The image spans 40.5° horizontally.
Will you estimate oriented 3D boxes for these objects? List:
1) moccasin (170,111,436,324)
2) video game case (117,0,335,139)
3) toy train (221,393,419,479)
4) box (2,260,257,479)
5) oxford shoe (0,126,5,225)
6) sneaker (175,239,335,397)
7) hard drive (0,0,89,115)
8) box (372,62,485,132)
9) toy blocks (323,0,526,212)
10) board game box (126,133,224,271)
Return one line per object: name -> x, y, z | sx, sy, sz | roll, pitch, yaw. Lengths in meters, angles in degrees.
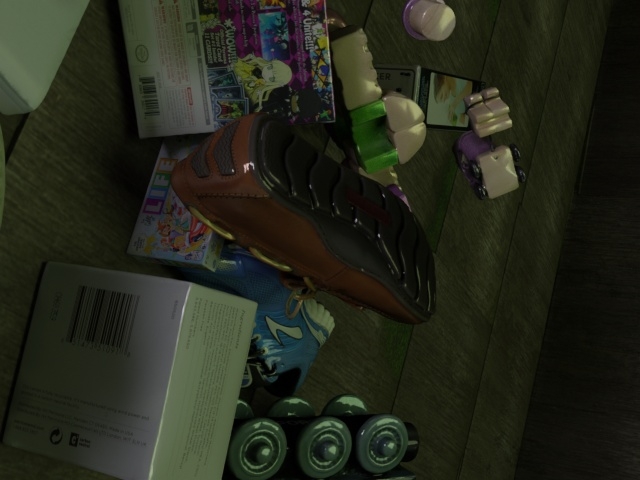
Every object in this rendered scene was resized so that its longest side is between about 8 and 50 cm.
moccasin -> 0.000, 0.003, 0.938 | 0.380, 0.147, 0.139 | 26, 54, -46
video game case -> -0.097, -0.227, 0.883 | 0.042, 0.210, 0.232 | -92, 176, -70
toy train -> -0.025, 0.298, 1.083 | 0.334, 0.142, 0.190 | 5, 93, -30
box -> -0.178, 0.125, 0.823 | 0.119, 0.181, 0.182 | 25, 73, -60
oxford shoe -> -0.335, 0.048, 0.594 | 0.169, 0.130, 0.449 | 46, 41, -50
sneaker -> -0.080, 0.101, 1.056 | 0.330, 0.129, 0.147 | 53, 48, -52
hard drive -> -0.289, -0.296, 0.640 | 0.353, 0.047, 0.233 | 58, 37, -49
box -> 0.127, -0.216, 1.330 | 0.290, 0.169, 0.087 | -9, 106, -62
toy blocks -> 0.044, -0.171, 1.108 | 0.260, 0.309, 0.289 | -121, -170, -63
board game box -> -0.140, -0.048, 0.938 | 0.026, 0.103, 0.154 | 40, 61, -57
